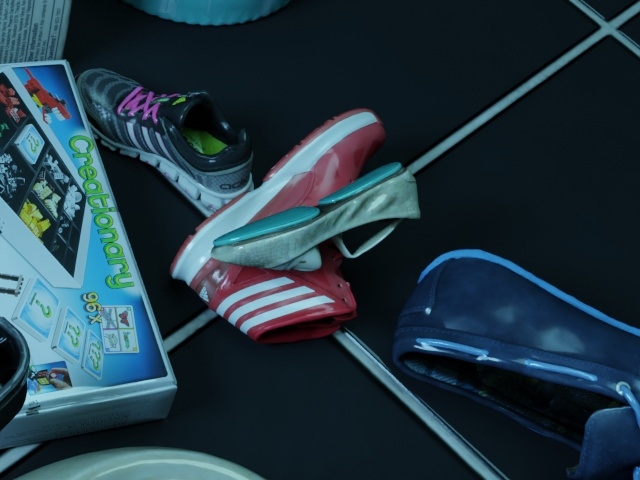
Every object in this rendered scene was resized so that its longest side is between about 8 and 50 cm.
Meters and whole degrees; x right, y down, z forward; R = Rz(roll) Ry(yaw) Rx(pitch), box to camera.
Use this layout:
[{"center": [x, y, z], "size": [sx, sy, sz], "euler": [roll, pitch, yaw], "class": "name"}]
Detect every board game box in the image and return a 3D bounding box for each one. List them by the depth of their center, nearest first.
[{"center": [-0.238, 0.003, 1.004], "size": [0.193, 0.053, 0.305], "euler": [-8, 56, -24], "class": "board game box"}]

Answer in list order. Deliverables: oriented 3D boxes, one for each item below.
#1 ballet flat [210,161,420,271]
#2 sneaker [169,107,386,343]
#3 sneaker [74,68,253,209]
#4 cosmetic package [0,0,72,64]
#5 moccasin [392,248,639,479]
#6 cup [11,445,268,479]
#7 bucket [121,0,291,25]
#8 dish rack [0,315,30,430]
[{"center": [0.003, -0.005, 1.016], "size": [0.168, 0.057, 0.052], "euler": [-23, 102, -21], "class": "ballet flat"}, {"center": [0.000, 0.000, 1.089], "size": [0.128, 0.087, 0.221], "euler": [46, 64, 7], "class": "sneaker"}, {"center": [-0.120, -0.095, 1.110], "size": [0.170, 0.075, 0.063], "euler": [34, 50, 8], "class": "sneaker"}, {"center": [-0.346, -0.198, 1.062], "size": [0.296, 0.153, 0.129], "euler": [-14, 57, -30], "class": "cosmetic package"}, {"center": [0.208, 0.136, 1.031], "size": [0.342, 0.138, 0.117], "euler": [24, 52, 18], "class": "moccasin"}, {"center": [-0.097, 0.242, 0.747], "size": [0.331, 0.237, 0.331], "euler": [10, 51, -12], "class": "cup"}, {"center": [-0.101, -0.337, 1.238], "size": [0.281, 0.183, 0.281], "euler": [10, 50, -13], "class": "bucket"}, {"center": [-0.329, 0.076, 0.856], "size": [0.271, 0.074, 0.208], "euler": [37, 66, 19], "class": "dish rack"}]
